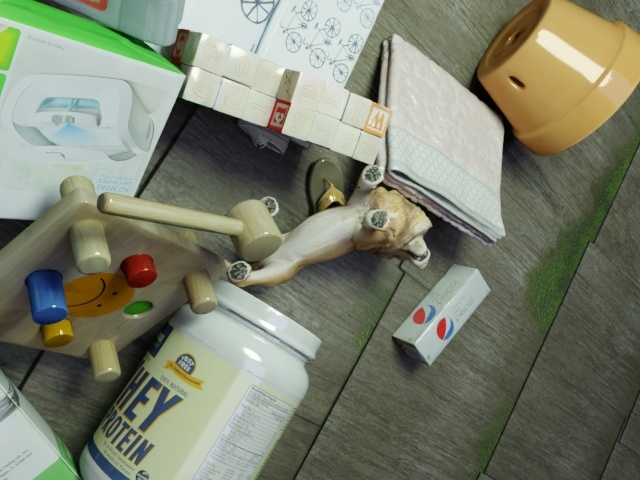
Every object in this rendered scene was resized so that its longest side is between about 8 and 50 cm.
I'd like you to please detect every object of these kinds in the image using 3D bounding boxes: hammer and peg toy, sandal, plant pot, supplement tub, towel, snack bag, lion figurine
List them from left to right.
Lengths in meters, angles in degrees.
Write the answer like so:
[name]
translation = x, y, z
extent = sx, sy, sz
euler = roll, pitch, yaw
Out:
[hammer and peg toy]
translation = -0.247, 0.027, 0.701
extent = 0.361, 0.127, 0.266
euler = -36, 146, 15
[supplement tub]
translation = -0.164, 0.240, 0.843
extent = 0.235, 0.235, 0.324
euler = 38, 76, -29
[snack bag]
translation = -0.069, -0.355, 0.893
extent = 0.343, 0.037, 0.322
euler = 24, 95, -38
[lion figurine]
translation = 0.000, 0.000, 0.935
extent = 0.393, 0.240, 0.142
euler = -12, 74, -4
[sandal]
translation = 0.015, -0.057, 1.023
extent = 0.072, 0.049, 0.179
euler = 1, 97, -30
[towel]
translation = 0.237, -0.187, 1.074
extent = 0.332, 0.053, 0.316
euler = 26, 57, -33
[plant pot]
translation = 0.456, -0.345, 1.136
extent = 0.204, 0.291, 0.290
euler = 34, 78, -14

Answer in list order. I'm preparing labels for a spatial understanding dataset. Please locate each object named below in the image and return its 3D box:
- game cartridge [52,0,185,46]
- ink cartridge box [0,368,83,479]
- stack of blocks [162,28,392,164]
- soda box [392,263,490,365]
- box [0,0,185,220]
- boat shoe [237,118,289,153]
[game cartridge]
translation = -0.291, -0.375, 0.664
extent = 0.295, 0.060, 0.196
euler = 23, 124, 0
[ink cartridge box]
translation = -0.477, 0.266, 0.723
extent = 0.211, 0.122, 0.289
euler = -36, 113, -23
[stack of blocks]
translation = -0.065, -0.205, 0.827
extent = 0.297, 0.171, 0.087
euler = 13, 102, -36
[soda box]
translation = 0.251, 0.149, 1.177
extent = 0.216, 0.074, 0.069
euler = -46, 117, -18
[box]
translation = -0.335, -0.148, 0.667
extent = 0.262, 0.127, 0.231
euler = 4, 122, -53
[boat shoe]
translation = -0.097, -0.171, 0.951
extent = 0.100, 0.035, 0.035
euler = 21, 82, -38
